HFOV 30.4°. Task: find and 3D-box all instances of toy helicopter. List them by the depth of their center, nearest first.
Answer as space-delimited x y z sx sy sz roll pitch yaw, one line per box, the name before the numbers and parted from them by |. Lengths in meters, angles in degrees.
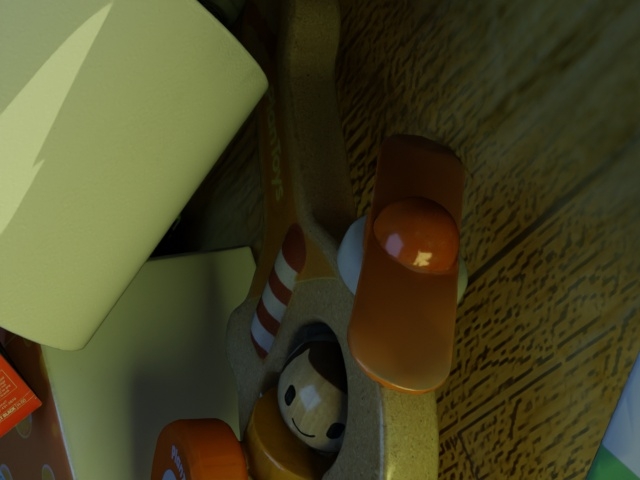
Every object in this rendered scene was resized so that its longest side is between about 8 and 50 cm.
toy helicopter | 0.000 0.000 0.622 0.235 0.140 0.355 136 132 -58

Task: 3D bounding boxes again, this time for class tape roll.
tape roll | -0.171 -0.082 0.586 0.169 0.246 0.246 -55 41 -2

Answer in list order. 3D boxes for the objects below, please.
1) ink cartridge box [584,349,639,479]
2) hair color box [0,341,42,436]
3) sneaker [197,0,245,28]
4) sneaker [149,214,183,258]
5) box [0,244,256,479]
ink cartridge box | 0.178 0.018 0.327 0.092 0.160 0.219 43 131 41
hair color box | -0.218 0.047 0.661 0.072 0.043 0.141 40 164 42
sneaker | -0.085 -0.191 0.749 0.227 0.087 0.130 176 112 -74
sneaker | -0.126 -0.045 0.793 0.097 0.084 0.235 15 138 31
box | -0.114 0.207 0.790 0.215 0.168 0.345 -37 66 52
